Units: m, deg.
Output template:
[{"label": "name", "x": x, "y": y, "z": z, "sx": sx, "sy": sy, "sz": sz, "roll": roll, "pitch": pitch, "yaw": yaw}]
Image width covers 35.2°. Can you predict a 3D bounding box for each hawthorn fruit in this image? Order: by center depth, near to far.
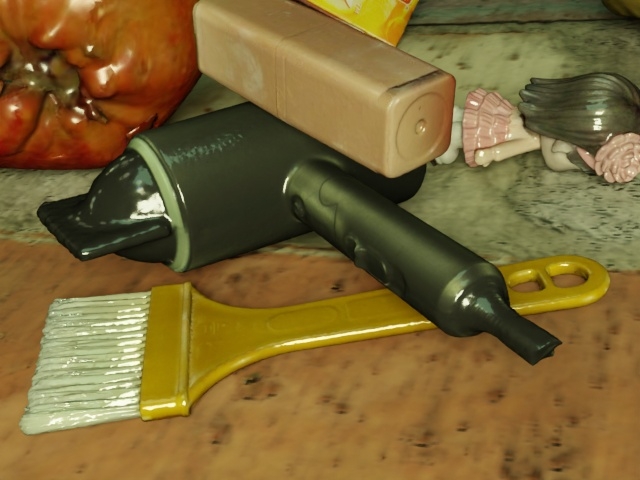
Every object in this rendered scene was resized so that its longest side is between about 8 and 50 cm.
[{"label": "hawthorn fruit", "x": -0.197, "y": -0.164, "z": 0.691, "sx": 0.211, "sy": 0.211, "sz": 0.299, "roll": -18, "pitch": 30, "yaw": -16}]

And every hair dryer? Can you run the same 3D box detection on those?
[{"label": "hair dryer", "x": 0.000, "y": 0.000, "z": 0.459, "sx": 0.195, "sy": 0.078, "sz": 0.248, "roll": -20, "pitch": 31, "yaw": -26}]

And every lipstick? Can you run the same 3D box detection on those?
[{"label": "lipstick", "x": -0.002, "y": -0.080, "z": 0.489, "sx": 0.045, "sy": 0.045, "sz": 0.145, "roll": -28, "pitch": 43, "yaw": -31}]

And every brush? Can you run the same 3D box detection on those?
[{"label": "brush", "x": 0.001, "y": 0.037, "z": 0.473, "sx": 0.272, "sy": 0.013, "sz": 0.103, "roll": -9, "pitch": 29, "yaw": -2}]

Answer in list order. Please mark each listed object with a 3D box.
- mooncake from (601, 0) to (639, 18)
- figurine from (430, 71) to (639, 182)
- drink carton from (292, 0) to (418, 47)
[{"label": "mooncake", "x": 0.296, "y": -0.202, "z": 0.691, "sx": 0.234, "sy": 0.117, "sz": 0.235, "roll": -8, "pitch": 9, "yaw": 1}, {"label": "figurine", "x": 0.122, "y": -0.064, "z": 0.576, "sx": 0.129, "sy": 0.054, "sz": 0.072, "roll": 3, "pitch": 35, "yaw": 25}, {"label": "drink carton", "x": -0.019, "y": -0.232, "z": 0.754, "sx": 0.222, "sy": 0.096, "sz": 0.071, "roll": 19, "pitch": 11, "yaw": -39}]
